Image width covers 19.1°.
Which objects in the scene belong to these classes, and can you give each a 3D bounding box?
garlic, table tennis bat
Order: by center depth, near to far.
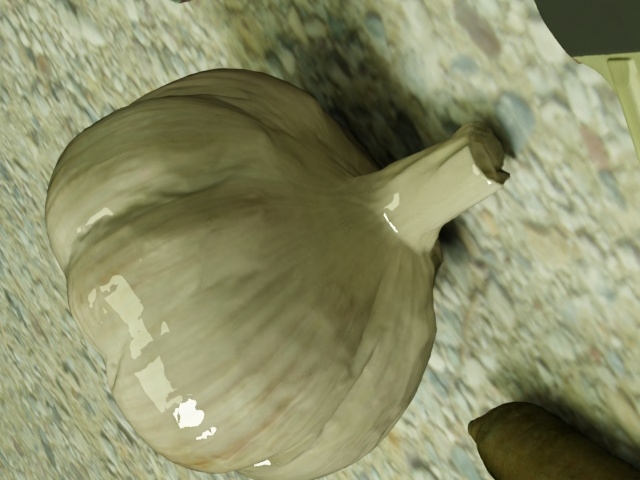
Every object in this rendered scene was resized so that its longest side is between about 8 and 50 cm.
[{"bbox_3d":[0.111,-0.084,0.730,0.087,0.013,0.156,6,122,60],"label":"table tennis bat"},{"bbox_3d":[0.000,0.000,0.901,0.212,0.218,0.218,-27,93,25],"label":"garlic"}]

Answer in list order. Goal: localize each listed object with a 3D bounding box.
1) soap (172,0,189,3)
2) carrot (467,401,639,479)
[{"bbox_3d":[-0.072,-0.185,0.924,0.100,0.056,0.149,35,145,48],"label":"soap"},{"bbox_3d":[0.166,0.148,0.819,0.342,0.070,0.070,34,145,47],"label":"carrot"}]
